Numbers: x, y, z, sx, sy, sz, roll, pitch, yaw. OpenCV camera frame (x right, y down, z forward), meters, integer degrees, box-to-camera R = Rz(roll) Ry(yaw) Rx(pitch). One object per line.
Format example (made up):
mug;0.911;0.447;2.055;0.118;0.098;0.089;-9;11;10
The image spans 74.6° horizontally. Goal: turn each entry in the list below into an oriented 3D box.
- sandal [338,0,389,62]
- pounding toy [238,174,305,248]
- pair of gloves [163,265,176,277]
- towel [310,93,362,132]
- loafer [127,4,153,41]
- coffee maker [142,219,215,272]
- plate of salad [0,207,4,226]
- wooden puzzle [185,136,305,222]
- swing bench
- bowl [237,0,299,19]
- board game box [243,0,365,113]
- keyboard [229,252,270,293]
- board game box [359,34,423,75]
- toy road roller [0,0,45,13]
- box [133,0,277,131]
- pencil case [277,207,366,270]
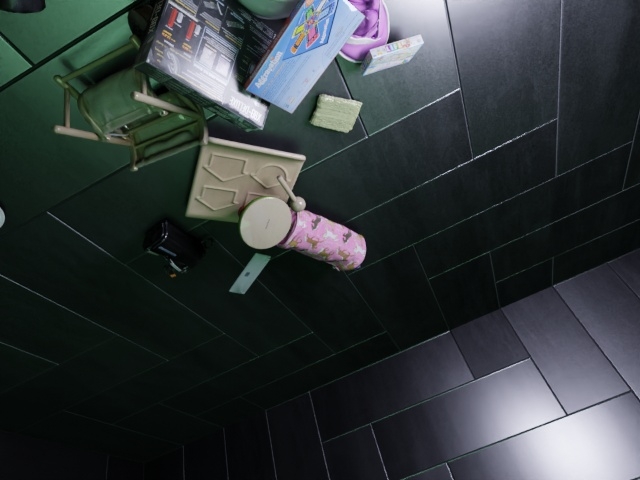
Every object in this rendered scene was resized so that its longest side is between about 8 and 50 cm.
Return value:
sandal;0.086;-0.537;0.995;0.169;0.102;0.416;-39;159;12
pounding toy;-0.183;-0.095;1.395;0.237;0.110;0.183;-48;132;-3
pair of gloves;-0.563;0.112;1.637;0.083;0.010;0.074;-18;140;3
towel;0.048;-0.392;1.300;0.148;0.027;0.110;3;136;-24
loafer;-0.296;-0.458;1.053;0.366;0.133;0.130;30;85;-41
coffee maker;-0.504;0.008;1.485;0.171;0.120;0.178;-49;136;-1
plate of salad;-1.045;-0.079;1.225;0.199;0.048;0.200;-17;148;-11
wooden puzzle;-0.254;-0.189;1.380;0.322;0.081;0.348;6;138;-25
swing bench;-0.458;-0.317;1.039;0.253;0.165;0.254;-14;162;18
bowl;-0.094;-0.621;0.919;0.297;0.134;0.298;-10;138;-9
board game box;-0.040;-0.430;0.955;0.145;0.027;0.281;14;130;-45
keyboard;-0.300;0.143;1.769;0.072;0.014;0.256;19;126;-29
board game box;0.193;-0.510;1.162;0.154;0.026;0.103;-21;180;-12
toy road roller;-0.586;-0.580;0.773;0.329;0.241;0.203;27;132;6
box;-0.235;-0.430;0.969;0.307;0.076;0.243;21;82;-43
pencil case;0.000;0.000;1.615;0.386;0.167;0.160;23;157;-37
